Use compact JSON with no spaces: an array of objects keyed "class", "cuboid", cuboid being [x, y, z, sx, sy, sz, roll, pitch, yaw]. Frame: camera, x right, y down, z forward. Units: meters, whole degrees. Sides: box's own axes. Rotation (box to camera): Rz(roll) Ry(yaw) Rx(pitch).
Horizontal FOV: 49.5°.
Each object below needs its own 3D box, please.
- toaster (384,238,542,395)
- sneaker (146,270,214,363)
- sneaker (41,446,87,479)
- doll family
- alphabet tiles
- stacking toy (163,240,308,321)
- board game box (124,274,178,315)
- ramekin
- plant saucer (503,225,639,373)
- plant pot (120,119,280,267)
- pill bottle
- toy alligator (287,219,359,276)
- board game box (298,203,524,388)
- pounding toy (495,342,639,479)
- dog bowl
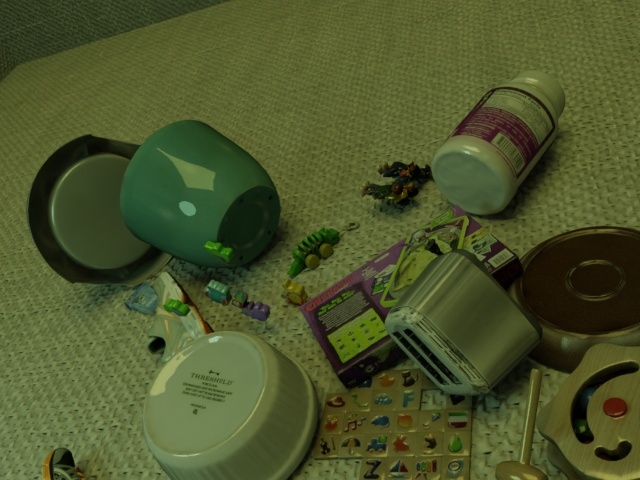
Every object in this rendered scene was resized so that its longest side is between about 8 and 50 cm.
[{"class":"toaster","cuboid":[0.198,0.120,1.011,0.146,0.227,0.129,-44,4,-22]},{"class":"sneaker","cuboid":[-0.298,0.156,1.351,0.121,0.099,0.262,-36,36,-9]},{"class":"sneaker","cuboid":[-0.390,0.412,1.103,0.083,0.084,0.215,-19,38,-15]},{"class":"doll family","cuboid":[0.175,-0.125,1.453,0.111,0.076,0.193,2,40,38]},{"class":"alphabet tiles","cuboid":[0.109,0.275,1.043,0.237,0.009,0.198,-8,39,21]},{"class":"stacking toy","cuboid":[-0.155,0.112,1.279,0.221,0.052,0.167,26,53,7]},{"class":"board game box","cuboid":[-0.363,0.117,1.496,0.090,0.020,0.090,9,48,35]},{"class":"ramekin","cuboid":[-0.151,0.263,1.077,0.273,0.127,0.272,-16,45,16]},{"class":"plant saucer","cuboid":[0.430,0.074,1.081,0.311,0.050,0.310,-16,36,12]},{"class":"plant pot","cuboid":[-0.227,-0.076,1.455,0.235,0.293,0.293,29,60,30]},{"class":"pill bottle","cuboid":[0.360,-0.202,1.362,0.169,0.169,0.301,14,50,40]},{"class":"toy alligator","cuboid":[0.000,0.000,1.410,0.190,0.051,0.056,-39,39,-19]},{"class":"board game box","cuboid":[0.145,0.086,1.188,0.347,0.056,0.208,-33,38,-1]},{"class":"pounding toy","cuboid":[0.349,0.221,0.849,0.269,0.154,0.154,-42,35,-23]},{"class":"dog bowl","cuboid":[-0.479,-0.064,1.536,0.349,0.348,0.102,-45,29,-26]}]
